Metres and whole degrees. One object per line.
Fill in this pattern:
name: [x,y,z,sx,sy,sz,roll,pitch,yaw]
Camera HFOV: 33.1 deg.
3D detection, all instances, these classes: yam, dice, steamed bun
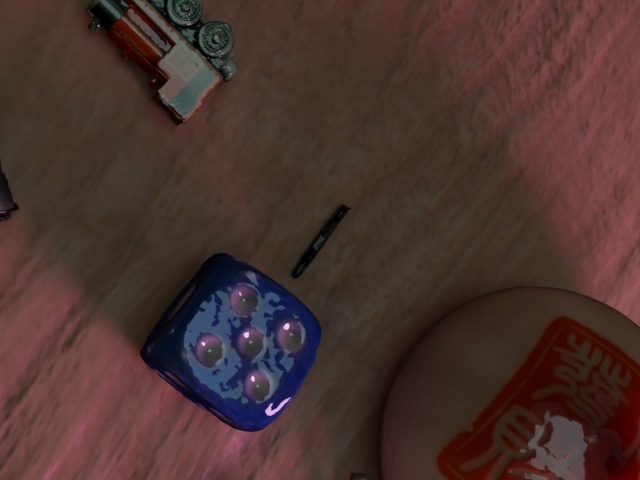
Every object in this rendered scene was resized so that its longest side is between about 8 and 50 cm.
yam: [0.000,0.000,1.236,0.014,0.014,0.107,40,75,-13]
dice: [-0.094,0.106,1.122,0.146,0.146,0.143,37,76,-14]
steamed bun: [0.257,0.237,1.195,0.375,0.241,0.374,1,87,-18]

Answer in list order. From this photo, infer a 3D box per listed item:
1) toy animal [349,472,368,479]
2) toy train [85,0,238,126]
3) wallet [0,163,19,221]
toy animal: [0.010,0.351,1.182,0.181,0.073,0.136,-18,99,-24]
toy train: [-0.173,-0.220,1.163,0.176,0.074,0.118,44,76,-14]
wallet: [-0.404,-0.115,1.070,0.170,0.069,0.230,-13,91,-26]
